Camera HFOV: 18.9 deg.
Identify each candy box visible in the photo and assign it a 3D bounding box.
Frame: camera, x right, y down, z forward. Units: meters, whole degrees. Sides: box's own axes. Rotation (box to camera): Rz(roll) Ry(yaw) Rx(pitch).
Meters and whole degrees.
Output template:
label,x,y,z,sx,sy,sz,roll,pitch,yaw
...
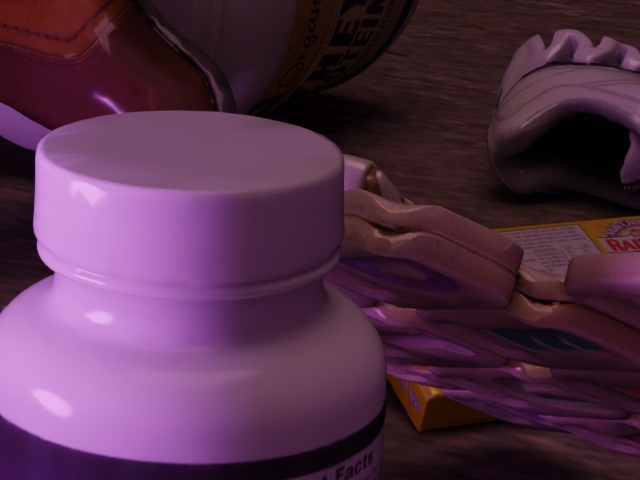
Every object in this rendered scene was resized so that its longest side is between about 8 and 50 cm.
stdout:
label,x,y,z,sx,sy,sz,roll,pitch,yaw
candy box,0.116,0.033,0.877,0.206,0.027,0.105,-5,38,-24

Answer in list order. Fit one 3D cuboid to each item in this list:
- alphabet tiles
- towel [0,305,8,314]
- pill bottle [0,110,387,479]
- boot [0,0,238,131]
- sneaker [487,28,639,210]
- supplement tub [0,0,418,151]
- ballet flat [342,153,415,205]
label,x,y,z,sx,sy,sz,roll,pitch,yaw
alphabet tiles,0.092,0.045,0.642,0.284,0.021,0.278,24,-15,-30
towel,-0.231,0.082,0.710,0.285,0.034,0.209,-4,21,-14
pill bottle,-0.038,0.068,0.520,0.108,0.193,0.108,3,18,-1
boot,-0.192,-0.081,0.927,0.280,0.264,0.096,-8,-14,-29
sneaker,0.238,-0.060,1.130,0.292,0.110,0.118,1,24,20
supplement tub,-0.086,-0.180,1.222,0.228,0.228,0.316,11,20,24
ballet flat,0.000,0.000,0.925,0.077,0.077,0.231,13,20,29
